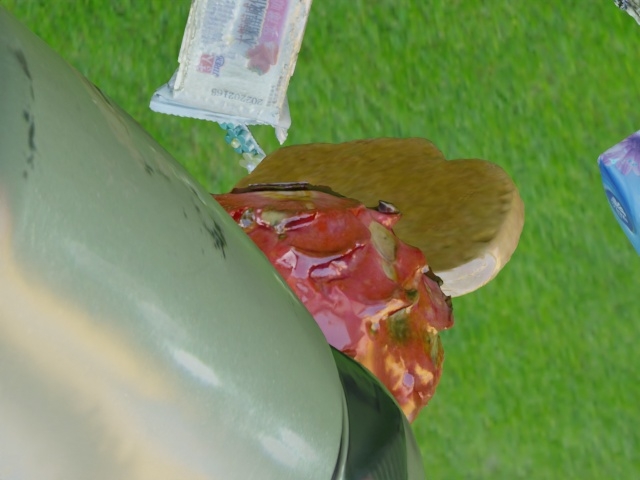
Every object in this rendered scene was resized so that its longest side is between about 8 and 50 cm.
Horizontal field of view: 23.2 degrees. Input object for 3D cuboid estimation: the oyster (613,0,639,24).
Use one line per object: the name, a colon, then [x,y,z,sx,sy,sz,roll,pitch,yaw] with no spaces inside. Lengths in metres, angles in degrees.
oyster: [0.275,-0.196,1.175,0.252,0.199,0.087,22,143,32]

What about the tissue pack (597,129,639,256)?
tissue pack: [0.399,0.018,1.511,0.146,0.263,0.198,-31,154,6]

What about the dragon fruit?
dragon fruit: [-0.018,0.064,1.035,0.261,0.189,0.163,-16,147,-16]

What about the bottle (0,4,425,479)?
bottle: [-0.077,0.056,0.556,0.168,0.168,0.347,-25,145,18]

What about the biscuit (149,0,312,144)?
biscuit: [-0.088,-0.261,1.801,0.186,0.079,0.309,12,132,-8]

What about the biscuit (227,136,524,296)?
biscuit: [0.002,0.004,1.397,0.376,0.269,0.051,-1,128,29]

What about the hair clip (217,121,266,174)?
hair clip: [-0.110,-0.145,2.105,0.049,0.049,0.173,-21,112,15]
